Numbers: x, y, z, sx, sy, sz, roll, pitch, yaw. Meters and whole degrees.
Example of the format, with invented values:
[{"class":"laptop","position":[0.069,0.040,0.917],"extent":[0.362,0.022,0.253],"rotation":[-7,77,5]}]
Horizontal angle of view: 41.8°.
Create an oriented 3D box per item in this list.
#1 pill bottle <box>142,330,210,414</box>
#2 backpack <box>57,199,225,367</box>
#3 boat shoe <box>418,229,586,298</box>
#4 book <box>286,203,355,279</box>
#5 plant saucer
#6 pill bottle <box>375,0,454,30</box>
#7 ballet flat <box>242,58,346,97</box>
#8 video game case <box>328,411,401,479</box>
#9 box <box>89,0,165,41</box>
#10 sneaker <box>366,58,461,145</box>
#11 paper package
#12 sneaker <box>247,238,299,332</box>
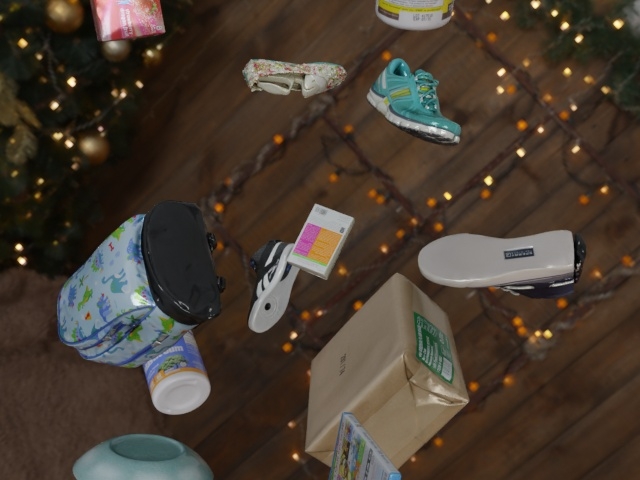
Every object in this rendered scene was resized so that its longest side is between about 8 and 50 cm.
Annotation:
[{"class":"pill bottle","position":[-0.396,0.312,2.214],"extent":[0.152,0.152,0.272],"rotation":[38,16,-43]},{"class":"backpack","position":[-0.393,0.118,1.770],"extent":[0.273,0.355,0.290],"rotation":[5,55,-32]},{"class":"boat shoe","position":[0.385,0.070,1.774],"extent":[0.158,0.341,0.127],"rotation":[66,26,-54]},{"class":"book","position":[0.000,0.000,1.800],"extent":[0.096,0.144,0.035],"rotation":[22,-16,19]},{"class":"plant saucer","position":[-0.245,0.307,1.172],"extent":[0.195,0.037,0.195],"rotation":[8,5,-1]},{"class":"pill bottle","position":[0.143,-0.421,1.202],"extent":[0.117,0.117,0.215],"rotation":[-119,-155,-50]},{"class":"ballet flat","position":[-0.059,-0.365,1.927],"extent":[0.091,0.241,0.077],"rotation":[99,-9,-58]},{"class":"video game case","position":[0.044,0.282,0.949],"extent":[0.015,0.119,0.166],"rotation":[8,9,-18]},{"class":"box","position":[-0.393,-0.524,1.631],"extent":[0.122,0.128,0.256],"rotation":[-144,-135,-67]},{"class":"sneaker","position":[0.170,-0.254,1.517],"extent":[0.107,0.110,0.275],"rotation":[18,21,-34]},{"class":"paper package","position":[0.122,0.275,1.670],"extent":[0.168,0.309,0.325],"rotation":[35,22,-13]},{"class":"sneaker","position":[-0.126,0.100,1.903],"extent":[0.121,0.217,0.079],"rotation":[14,-17,47]}]
